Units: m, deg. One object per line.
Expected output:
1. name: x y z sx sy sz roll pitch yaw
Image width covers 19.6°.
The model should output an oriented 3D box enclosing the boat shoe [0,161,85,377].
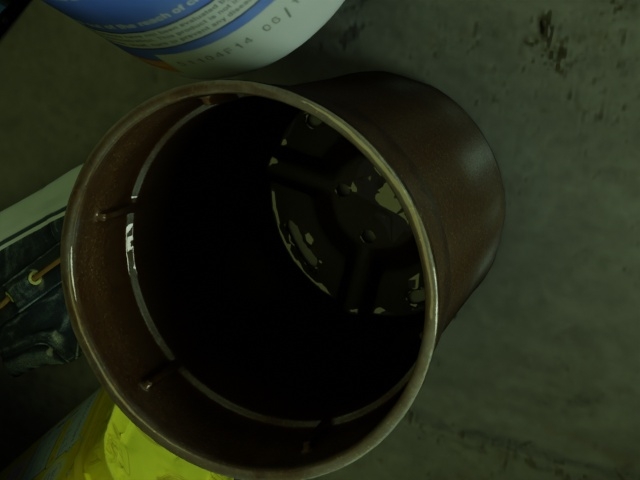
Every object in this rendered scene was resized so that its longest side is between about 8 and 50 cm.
1. boat shoe: -0.105 0.003 0.917 0.183 0.065 0.083 -26 95 32

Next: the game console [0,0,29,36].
1. game console: -0.217 -0.081 0.888 0.085 0.124 0.144 37 111 -14

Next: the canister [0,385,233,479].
1. canister: -0.123 0.138 0.922 0.073 0.126 0.170 41 120 -15

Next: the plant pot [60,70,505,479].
1. plant pot: 0.000 0.000 0.811 0.167 0.165 0.167 6 105 22

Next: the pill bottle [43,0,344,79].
1. pill bottle: -0.104 -0.179 0.732 0.152 0.272 0.152 -12 66 30
